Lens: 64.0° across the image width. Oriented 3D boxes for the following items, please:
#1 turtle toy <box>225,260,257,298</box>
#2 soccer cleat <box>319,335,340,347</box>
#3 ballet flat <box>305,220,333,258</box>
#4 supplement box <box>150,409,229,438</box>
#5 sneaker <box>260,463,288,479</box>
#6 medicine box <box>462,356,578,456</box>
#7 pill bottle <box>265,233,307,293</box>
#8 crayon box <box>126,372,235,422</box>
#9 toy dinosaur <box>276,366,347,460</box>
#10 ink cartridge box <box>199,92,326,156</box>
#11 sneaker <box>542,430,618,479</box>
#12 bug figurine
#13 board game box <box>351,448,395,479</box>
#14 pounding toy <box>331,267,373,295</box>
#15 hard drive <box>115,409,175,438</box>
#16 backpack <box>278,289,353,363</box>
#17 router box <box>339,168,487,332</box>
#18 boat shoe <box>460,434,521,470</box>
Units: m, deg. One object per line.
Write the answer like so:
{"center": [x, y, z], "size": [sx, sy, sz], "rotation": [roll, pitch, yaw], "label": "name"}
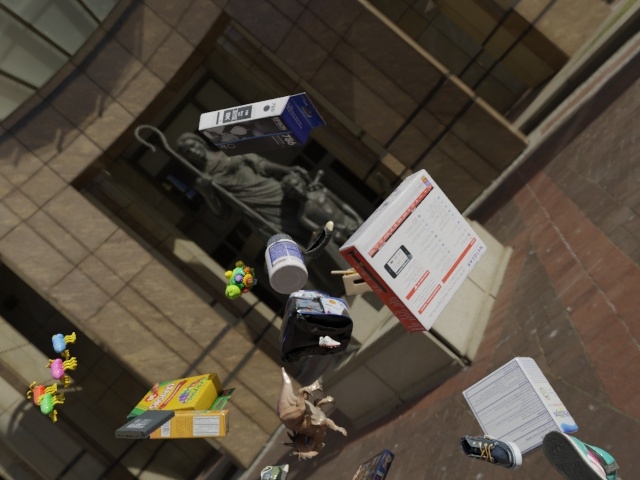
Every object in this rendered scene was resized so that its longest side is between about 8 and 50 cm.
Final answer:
{"center": [-0.249, 0.131, 1.594], "size": [0.066, 0.095, 0.130], "rotation": [7, 43, 44], "label": "turtle toy"}
{"center": [0.028, 0.325, 1.641], "size": [0.083, 0.035, 0.029], "rotation": [-10, -11, 44], "label": "soccer cleat"}
{"center": [0.000, 0.000, 1.892], "size": [0.173, 0.049, 0.057], "rotation": [-59, 23, 27], "label": "ballet flat"}
{"center": [-0.409, 0.577, 1.611], "size": [0.078, 0.234, 0.080], "rotation": [91, 180, -83], "label": "supplement box"}
{"center": [-0.152, 0.768, 1.687], "size": [0.192, 0.086, 0.064], "rotation": [100, -179, -74], "label": "sneaker"}
{"center": [0.716, 0.615, 1.858], "size": [0.149, 0.289, 0.263], "rotation": [13, -48, -44], "label": "medicine box"}
{"center": [-0.107, 0.062, 1.525], "size": [0.112, 0.112, 0.186], "rotation": [-49, 30, 19], "label": "pill bottle"}
{"center": [-0.481, 0.565, 1.791], "size": [0.319, 0.081, 0.202], "rotation": [-14, 15, 16], "label": "crayon box"}
{"center": [-0.058, 0.528, 1.503], "size": [0.200, 0.295, 0.127], "rotation": [-38, 9, 10], "label": "toy dinosaur"}
{"center": [-0.166, -0.328, 1.484], "size": [0.165, 0.333, 0.065], "rotation": [43, -135, -58], "label": "ink cartridge box"}
{"center": [0.720, 0.641, 1.324], "size": [0.123, 0.179, 0.295], "rotation": [-53, 34, 24], "label": "sneaker"}
{"center": [-0.864, 0.441, 1.648], "size": [0.216, 0.072, 0.278], "rotation": [27, 96, 53], "label": "bug figurine"}
{"center": [0.168, 0.873, 1.862], "size": [0.165, 0.042, 0.243], "rotation": [-50, -5, -46], "label": "board game box"}
{"center": [0.127, 0.128, 1.784], "size": [0.141, 0.100, 0.130], "rotation": [-12, 8, 15], "label": "pounding toy"}
{"center": [-0.474, 0.497, 1.393], "size": [0.094, 0.022, 0.135], "rotation": [-6, 4, 19], "label": "hard drive"}
{"center": [-0.015, 0.320, 1.936], "size": [0.213, 0.264, 0.276], "rotation": [-97, 19, -50], "label": "backpack"}
{"center": [0.260, 0.025, 1.385], "size": [0.335, 0.301, 0.082], "rotation": [-45, 10, -28], "label": "router box"}
{"center": [0.413, 0.520, 1.255], "size": [0.183, 0.083, 0.065], "rotation": [128, 143, -76], "label": "boat shoe"}
